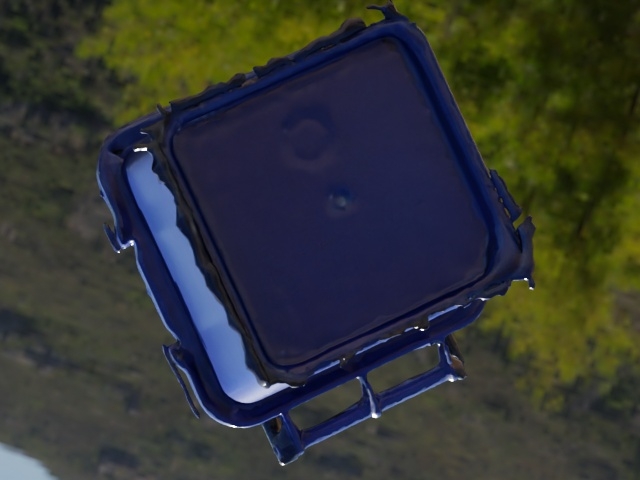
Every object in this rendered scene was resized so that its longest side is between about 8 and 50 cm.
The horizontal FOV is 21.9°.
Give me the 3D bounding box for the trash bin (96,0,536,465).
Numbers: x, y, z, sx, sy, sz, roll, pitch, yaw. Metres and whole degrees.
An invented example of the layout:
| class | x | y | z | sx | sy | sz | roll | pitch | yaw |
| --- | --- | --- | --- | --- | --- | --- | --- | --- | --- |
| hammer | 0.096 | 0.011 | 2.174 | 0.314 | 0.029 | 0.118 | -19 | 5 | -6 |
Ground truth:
| class | x | y | z | sx | sy | sz | roll | pitch | yaw |
| --- | --- | --- | --- | --- | --- | --- | --- | --- | --- |
| trash bin | 0.000 | 0.000 | 0.721 | 0.162 | 0.184 | 0.234 | -25 | 180 | -8 |
